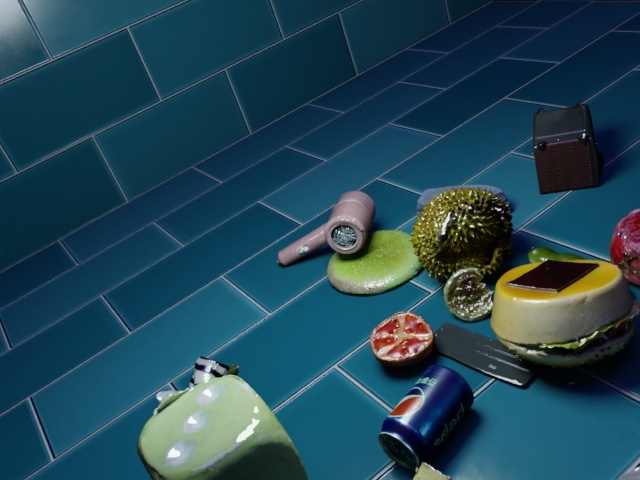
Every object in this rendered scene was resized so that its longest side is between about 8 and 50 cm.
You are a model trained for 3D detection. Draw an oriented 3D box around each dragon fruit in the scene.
[{"bbox_3d":[0.771,0.010,1.487,0.211,0.147,0.282,-3,29,13],"label":"dragon fruit"}]

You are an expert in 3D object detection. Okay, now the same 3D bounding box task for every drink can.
[{"bbox_3d":[0.212,0.351,1.320,0.118,0.118,0.205,12,44,43],"label":"drink can"}]

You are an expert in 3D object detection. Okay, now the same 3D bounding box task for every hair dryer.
[{"bbox_3d":[0.000,0.000,1.988,0.352,0.125,0.210,-31,15,25],"label":"hair dryer"}]

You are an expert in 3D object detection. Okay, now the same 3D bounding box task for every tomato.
[{"bbox_3d":[0.193,0.247,1.547,0.155,0.069,0.156,-14,34,10],"label":"tomato"}]

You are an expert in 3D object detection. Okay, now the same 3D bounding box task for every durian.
[{"bbox_3d":[0.373,-0.021,1.713,0.292,0.258,0.258,-20,29,-10],"label":"durian"}]

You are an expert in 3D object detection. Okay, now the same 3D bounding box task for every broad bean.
[{"bbox_3d":[0.614,0.080,1.576,0.098,0.056,0.318,-26,32,-11],"label":"broad bean"}]

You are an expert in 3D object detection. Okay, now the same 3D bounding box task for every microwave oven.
[{"bbox_3d":[0.735,-0.279,1.966,0.188,0.178,0.247,-8,32,25],"label":"microwave oven"}]

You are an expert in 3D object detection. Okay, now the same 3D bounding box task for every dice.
[{"bbox_3d":[-0.191,0.436,1.293,0.252,0.254,0.249,-32,35,-21],"label":"dice"}]

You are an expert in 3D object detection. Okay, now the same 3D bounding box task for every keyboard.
[{"bbox_3d":[0.398,0.258,1.446,0.103,0.041,0.381,-39,28,-27],"label":"keyboard"}]

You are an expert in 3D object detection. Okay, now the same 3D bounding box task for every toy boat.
[{"bbox_3d":[0.427,-0.109,1.978,0.282,0.078,0.127,-2,32,31],"label":"toy boat"}]

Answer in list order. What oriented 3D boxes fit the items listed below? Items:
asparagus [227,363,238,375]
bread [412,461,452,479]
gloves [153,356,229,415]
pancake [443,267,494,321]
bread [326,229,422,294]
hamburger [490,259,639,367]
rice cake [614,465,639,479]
[{"bbox_3d":[-0.260,0.348,1.708,0.108,0.021,0.025,-21,26,-1],"label":"asparagus"},{"bbox_3d":[0.179,0.469,1.184,0.109,0.080,0.084,-32,30,-24],"label":"bread"},{"bbox_3d":[-0.305,0.391,1.588,0.140,0.131,0.219,9,71,38],"label":"gloves"},{"bbox_3d":[0.360,0.135,1.604,0.116,0.022,0.130,-32,73,7],"label":"pancake"},{"bbox_3d":[0.160,0.057,1.904,0.301,0.045,0.301,-15,31,9],"label":"bread"},{"bbox_3d":[0.506,0.153,1.384,0.300,0.176,0.300,-12,15,4],"label":"hamburger"},{"bbox_3d":[0.439,0.450,1.082,0.269,0.055,0.049,-24,35,-10],"label":"rice cake"}]
